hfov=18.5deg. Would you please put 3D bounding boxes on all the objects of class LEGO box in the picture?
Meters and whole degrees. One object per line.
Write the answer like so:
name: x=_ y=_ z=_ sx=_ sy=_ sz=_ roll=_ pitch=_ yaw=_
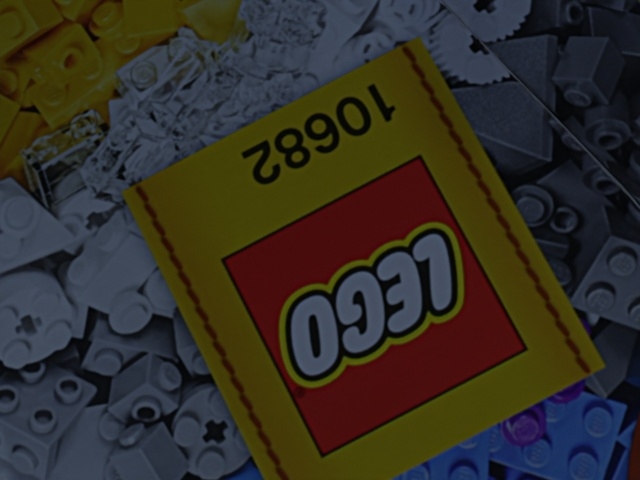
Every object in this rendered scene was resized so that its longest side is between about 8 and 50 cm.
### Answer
LEGO box: x=0.000 y=0.000 z=0.708 sx=0.193 sy=0.500 sz=0.372 roll=-28 pitch=-107 yaw=0
